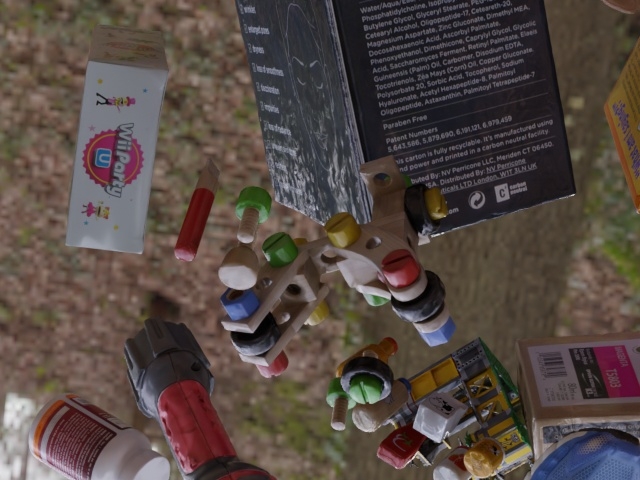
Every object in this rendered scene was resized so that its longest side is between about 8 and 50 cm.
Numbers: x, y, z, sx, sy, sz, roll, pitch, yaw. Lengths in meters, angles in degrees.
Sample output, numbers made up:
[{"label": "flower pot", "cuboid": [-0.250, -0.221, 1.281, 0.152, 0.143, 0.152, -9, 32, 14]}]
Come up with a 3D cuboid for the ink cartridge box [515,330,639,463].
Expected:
[{"label": "ink cartridge box", "cuboid": [0.349, 0.199, 1.860, 0.193, 0.088, 0.234, -5, -160, 3]}]

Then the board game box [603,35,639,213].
[{"label": "board game box", "cuboid": [0.629, -0.197, 1.970, 0.356, 0.356, 0.356, 21, -153, -7]}]

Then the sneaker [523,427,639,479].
[{"label": "sneaker", "cuboid": [0.248, 0.344, 1.490, 0.130, 0.330, 0.147, 18, -170, -15]}]

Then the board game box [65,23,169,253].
[{"label": "board game box", "cuboid": [-0.252, -0.134, 1.842, 0.098, 0.224, 0.303, 7, -166, -11]}]

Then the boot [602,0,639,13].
[{"label": "boot", "cuboid": [0.309, -0.306, 1.720, 0.118, 0.042, 0.087, 44, 179, -15]}]

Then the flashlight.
[{"label": "flashlight", "cuboid": [-0.107, 0.181, 1.357, 0.103, 0.103, 0.304, 29, -162, -38]}]

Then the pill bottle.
[{"label": "pill bottle", "cuboid": [-0.244, 0.236, 1.661, 0.152, 0.086, 0.086, 25, -162, 31]}]

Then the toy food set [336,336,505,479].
[{"label": "toy food set", "cuboid": [0.134, 0.220, 1.862, 0.232, 0.111, 0.104, 28, -145, 23]}]

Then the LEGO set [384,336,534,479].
[{"label": "LEGO set", "cuboid": [0.217, 0.309, 2.055, 0.331, 0.192, 0.255, 46, -164, -48]}]

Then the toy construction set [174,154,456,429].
[{"label": "toy construction set", "cuboid": [0.000, 0.000, 1.641, 0.309, 0.257, 0.237, 34, -138, -22]}]

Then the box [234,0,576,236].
[{"label": "box", "cuboid": [0.084, -0.278, 2.031, 0.297, 0.471, 0.480, -17, -166, -14]}]
